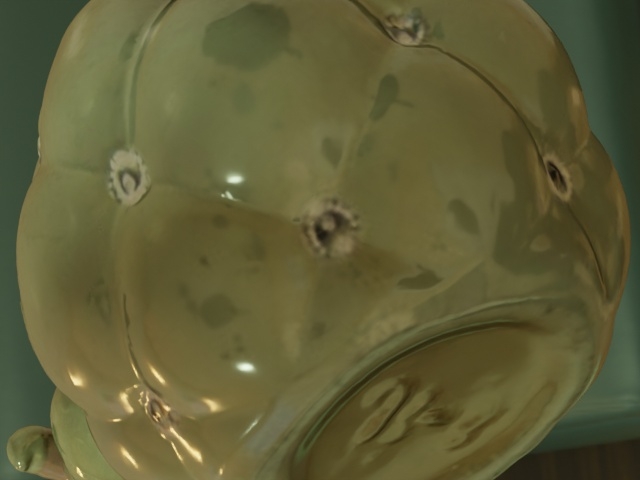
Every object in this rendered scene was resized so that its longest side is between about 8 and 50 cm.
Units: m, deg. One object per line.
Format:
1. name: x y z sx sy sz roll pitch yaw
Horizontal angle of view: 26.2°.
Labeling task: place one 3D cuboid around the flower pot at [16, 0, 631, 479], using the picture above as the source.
1. flower pot: 0.000 0.000 0.547 0.246 0.246 0.195 -53 50 26

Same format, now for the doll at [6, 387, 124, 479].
1. doll: -0.092 0.148 0.780 0.155 0.113 0.275 3 127 7
